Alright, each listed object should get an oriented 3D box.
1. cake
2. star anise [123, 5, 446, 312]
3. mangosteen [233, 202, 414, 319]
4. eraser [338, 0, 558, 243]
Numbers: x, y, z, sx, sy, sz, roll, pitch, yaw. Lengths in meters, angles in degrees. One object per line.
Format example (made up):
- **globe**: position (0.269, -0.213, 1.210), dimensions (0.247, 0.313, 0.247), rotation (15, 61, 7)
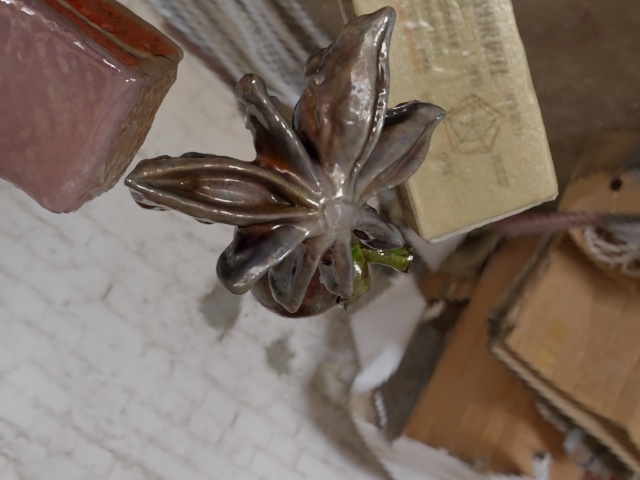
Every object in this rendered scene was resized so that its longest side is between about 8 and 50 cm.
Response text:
- **cake**: position (-0.355, -0.209, 1.712), dimensions (0.309, 0.230, 0.237), rotation (37, -157, 3)
- **star anise**: position (-0.009, -0.056, 1.019), dimensions (0.110, 0.257, 0.198), rotation (23, 150, 48)
- **mangosteen**: position (-0.011, 0.001, 1.531), dimensions (0.184, 0.172, 0.172), rotation (-29, 129, 28)
- **eraser**: position (0.104, -0.178, 1.237), dimensions (0.078, 0.144, 0.343), rotation (-127, 18, -69)
